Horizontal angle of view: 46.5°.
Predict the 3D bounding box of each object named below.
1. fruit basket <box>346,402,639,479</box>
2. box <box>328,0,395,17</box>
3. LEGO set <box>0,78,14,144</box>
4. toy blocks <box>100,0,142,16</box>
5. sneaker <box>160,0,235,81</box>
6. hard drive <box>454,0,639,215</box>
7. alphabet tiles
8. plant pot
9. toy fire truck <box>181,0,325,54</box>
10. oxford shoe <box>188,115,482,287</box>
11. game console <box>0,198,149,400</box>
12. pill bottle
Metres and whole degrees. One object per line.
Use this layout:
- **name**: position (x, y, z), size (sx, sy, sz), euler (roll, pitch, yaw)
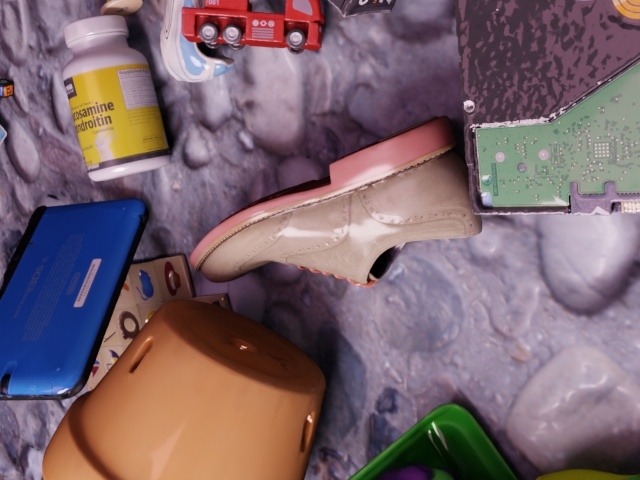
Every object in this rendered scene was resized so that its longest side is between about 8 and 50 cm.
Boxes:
- **fruit basket**: position (0.174, 0.333, 0.657), size (0.392, 0.282, 0.392), euler (31, 134, 37)
- **box**: position (0.004, -0.395, 0.620), size (0.295, 0.073, 0.293), euler (51, 136, 25)
- **LEGO set**: position (-0.552, -0.204, 1.165), size (0.182, 0.060, 0.244), euler (50, 128, -1)
- **toy blocks**: position (-0.241, -0.355, 0.873), size (0.123, 0.054, 0.148), euler (-22, 90, 38)
- **sneaker**: position (-0.134, -0.292, 0.803), size (0.086, 0.085, 0.237), euler (0, 103, 17)
- **hard drive**: position (0.222, -0.190, 0.577), size (0.236, 0.064, 0.339), euler (0, 103, 36)
- **alphabet tiles**: position (-0.233, 0.170, 1.047), size (0.342, 0.011, 0.285), euler (-9, 97, 38)
- **plant pot**: position (-0.126, 0.198, 0.821), size (0.290, 0.291, 0.204), euler (29, 97, 26)
- **toy fire truck**: position (-0.089, -0.262, 0.744), size (0.191, 0.047, 0.135), euler (3, 97, -1)
- **oxford shoe**: position (0.000, 0.000, 0.760), size (0.348, 0.123, 0.130), euler (-23, 94, 39)
- **game console**: position (-0.343, 0.110, 0.978), size (0.250, 0.293, 0.173), euler (-4, 139, 16)
- **pill bottle**: position (-0.251, -0.170, 0.903), size (0.103, 0.103, 0.184), euler (-8, 98, 37)
